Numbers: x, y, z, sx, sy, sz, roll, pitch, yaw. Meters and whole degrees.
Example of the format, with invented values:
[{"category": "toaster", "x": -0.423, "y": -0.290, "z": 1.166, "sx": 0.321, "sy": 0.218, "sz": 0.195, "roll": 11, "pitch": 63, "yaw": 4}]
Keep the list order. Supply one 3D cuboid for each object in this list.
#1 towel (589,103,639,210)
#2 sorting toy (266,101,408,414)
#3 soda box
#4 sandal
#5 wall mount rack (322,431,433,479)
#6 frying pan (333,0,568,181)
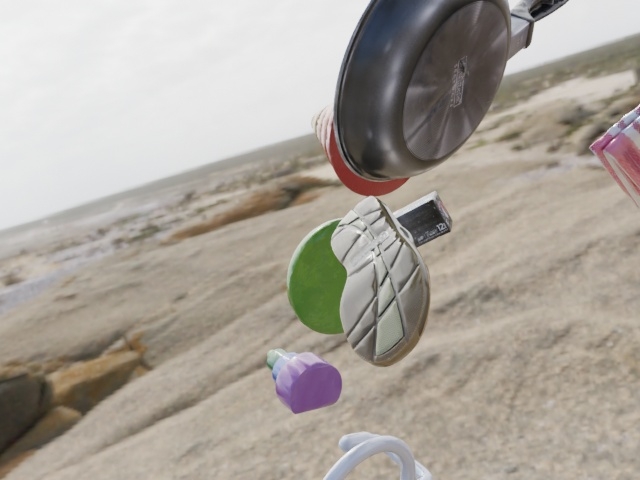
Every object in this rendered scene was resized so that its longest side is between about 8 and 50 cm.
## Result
[{"category": "towel", "x": 0.301, "y": -0.107, "z": 0.651, "sx": 0.197, "sy": 0.029, "sz": 0.144, "roll": -44, "pitch": -38, "yaw": 14}, {"category": "sorting toy", "x": 0.000, "y": 0.000, "z": 0.948, "sx": 0.127, "sy": 0.365, "sz": 0.126, "roll": 7, "pitch": 12, "yaw": -34}, {"category": "soda box", "x": 0.113, "y": -0.009, "z": 1.323, "sx": 0.169, "sy": 0.060, "sz": 0.053, "roll": -28, "pitch": 9, "yaw": 19}, {"category": "sandal", "x": 0.050, "y": 0.028, "z": 0.645, "sx": 0.072, "sy": 0.049, "sz": 0.180, "roll": -41, "pitch": 27, "yaw": 15}, {"category": "wall mount rack", "x": -0.054, "y": 0.301, "z": 0.718, "sx": 0.304, "sy": 0.349, "sz": 0.130, "roll": -6, "pitch": 23, "yaw": -39}, {"category": "frying pan", "x": 0.129, "y": -0.138, "z": 0.725, "sx": 0.053, "sy": 0.197, "sz": 0.326, "roll": 33, "pitch": 27, "yaw": 33}]
